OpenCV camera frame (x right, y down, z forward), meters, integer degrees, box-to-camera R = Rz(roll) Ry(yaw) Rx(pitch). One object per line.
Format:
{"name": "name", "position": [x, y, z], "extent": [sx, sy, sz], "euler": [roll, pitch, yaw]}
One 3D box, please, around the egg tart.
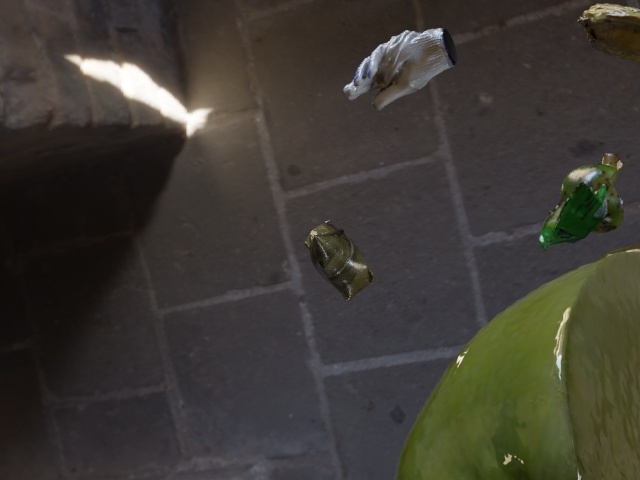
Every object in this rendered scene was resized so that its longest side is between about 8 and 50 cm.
{"name": "egg tart", "position": [0.655, -0.409, 1.720], "extent": [0.279, 0.279, 0.095], "euler": [19, 99, 21]}

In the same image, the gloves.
{"name": "gloves", "position": [0.148, -0.327, 1.605], "extent": [0.229, 0.097, 0.119], "euler": [-23, 106, 10]}

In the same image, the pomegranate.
{"name": "pomegranate", "position": [0.554, -0.102, 1.719], "extent": [0.122, 0.143, 0.169], "euler": [5, 72, 12]}

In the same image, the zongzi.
{"name": "zongzi", "position": [0.000, -0.002, 1.721], "extent": [0.094, 0.204, 0.205], "euler": [-40, 43, 6]}

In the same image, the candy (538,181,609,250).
{"name": "candy", "position": [0.475, -0.040, 1.564], "extent": [0.141, 0.203, 0.078], "euler": [-40, 76, 25]}

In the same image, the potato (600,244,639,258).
{"name": "potato", "position": [0.691, 0.105, 1.760], "extent": [0.228, 0.148, 0.197], "euler": [-14, 55, 34]}

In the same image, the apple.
{"name": "apple", "position": [0.194, 0.190, 0.497], "extent": [0.320, 0.360, 0.311], "euler": [40, 102, 47]}
